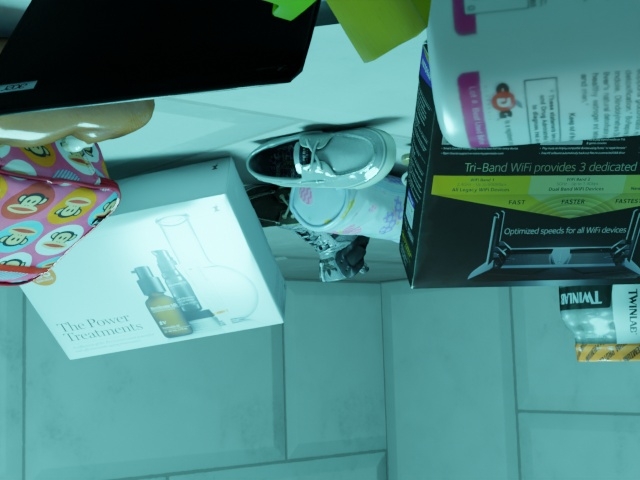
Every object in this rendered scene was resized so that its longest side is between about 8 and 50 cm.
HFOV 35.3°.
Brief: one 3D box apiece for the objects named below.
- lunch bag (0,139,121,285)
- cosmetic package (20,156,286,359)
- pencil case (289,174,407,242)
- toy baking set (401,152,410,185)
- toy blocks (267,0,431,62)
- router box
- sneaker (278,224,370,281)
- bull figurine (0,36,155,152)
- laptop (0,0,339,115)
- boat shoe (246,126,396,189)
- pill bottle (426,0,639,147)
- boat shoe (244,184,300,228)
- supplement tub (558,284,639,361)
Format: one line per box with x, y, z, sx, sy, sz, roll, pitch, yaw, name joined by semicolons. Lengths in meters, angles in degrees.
-0.416;-0.038;1.208;0.258;0.120;0.293;-38;157;21;lunch bag
-0.273;0.037;1.566;0.377;0.097;0.284;-11;130;12;cosmetic package
0.076;-0.059;1.583;0.124;0.113;0.273;-14;167;38;pencil case
0.217;-0.111;1.475;0.197;0.030;0.256;-1;164;5;toy baking set
-0.047;-0.195;0.260;0.261;0.190;0.381;13;168;-22;toy blocks
0.245;-0.072;1.016;0.309;0.243;0.081;0;-146;-7;router box
0.000;0.000;1.893;0.269;0.153;0.101;4;171;-41;sneaker
-0.301;-0.136;0.904;0.310;0.101;0.188;5;174;-33;bull figurine
-0.086;-0.140;0.756;0.234;0.136;0.264;-3;173;16;laptop
-0.006;-0.104;1.322;0.227;0.079;0.081;-4;178;43;boat shoe
0.216;-0.149;0.651;0.283;0.160;0.160;-3;173;14;pill bottle
-0.063;-0.062;1.720;0.070;0.077;0.219;-7;179;44;boat shoe
0.444;0.019;1.474;0.194;0.316;0.193;-2;173;0;supplement tub
